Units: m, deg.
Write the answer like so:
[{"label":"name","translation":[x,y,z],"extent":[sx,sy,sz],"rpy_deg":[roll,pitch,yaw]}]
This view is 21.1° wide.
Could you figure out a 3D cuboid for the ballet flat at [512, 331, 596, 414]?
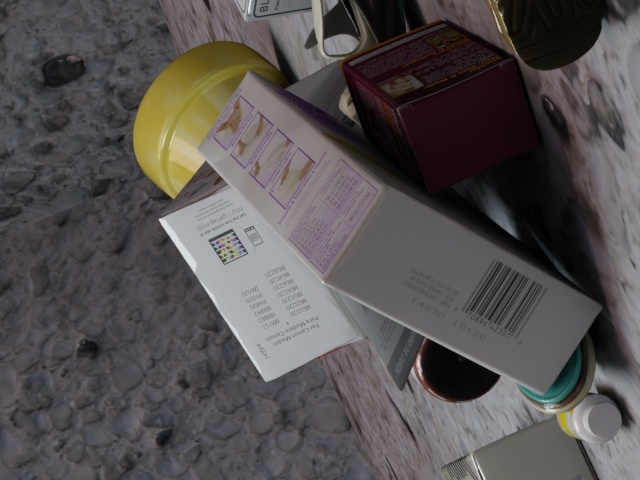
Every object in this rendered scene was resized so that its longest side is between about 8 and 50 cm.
[{"label":"ballet flat","translation":[0.195,0.084,1.507],"extent":[0.248,0.086,0.086],"rpy_deg":[-120,9,-57]}]

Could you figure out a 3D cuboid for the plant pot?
[{"label":"plant pot","translation":[-0.111,-0.134,2.552],"extent":[0.239,0.254,0.254],"rpy_deg":[40,157,39]}]

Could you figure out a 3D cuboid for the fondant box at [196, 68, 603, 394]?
[{"label":"fondant box","translation":[0.058,-0.014,1.476],"extent":[0.238,0.096,0.330],"rpy_deg":[28,-173,-29]}]

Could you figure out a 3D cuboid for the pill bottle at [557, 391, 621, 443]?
[{"label":"pill bottle","translation":[0.237,0.155,1.501],"extent":[0.083,0.043,0.043],"rpy_deg":[163,84,-83]}]

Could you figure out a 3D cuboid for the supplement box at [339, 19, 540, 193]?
[{"label":"supplement box","translation":[0.096,-0.116,1.438],"extent":[0.188,0.104,0.080],"rpy_deg":[-129,17,-68]}]

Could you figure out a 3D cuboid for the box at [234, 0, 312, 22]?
[{"label":"box","translation":[-0.079,-0.386,1.795],"extent":[0.169,0.087,0.290],"rpy_deg":[104,147,-47]}]

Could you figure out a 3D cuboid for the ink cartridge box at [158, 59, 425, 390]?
[{"label":"ink cartridge box","translation":[0.000,0.000,1.794],"extent":[0.271,0.130,0.309],"rpy_deg":[58,-153,-14]}]

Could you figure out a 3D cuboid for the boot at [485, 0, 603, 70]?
[{"label":"boot","translation":[0.082,-0.260,1.144],"extent":[0.269,0.089,0.236],"rpy_deg":[-119,9,-49]}]

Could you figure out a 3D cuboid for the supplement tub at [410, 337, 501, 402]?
[{"label":"supplement tub","translation":[0.130,0.105,1.916],"extent":[0.198,0.106,0.106],"rpy_deg":[-135,23,-72]}]

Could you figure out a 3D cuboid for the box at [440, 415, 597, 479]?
[{"label":"box","translation":[0.205,0.254,1.812],"extent":[0.275,0.113,0.094],"rpy_deg":[107,141,-78]}]

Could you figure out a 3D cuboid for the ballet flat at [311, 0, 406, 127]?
[{"label":"ballet flat","translation":[0.052,-0.172,1.634],"extent":[0.095,0.096,0.280],"rpy_deg":[-152,39,-78]}]

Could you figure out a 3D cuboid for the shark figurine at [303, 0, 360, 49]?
[{"label":"shark figurine","translation":[-0.016,-0.296,1.894],"extent":[0.278,0.166,0.116],"rpy_deg":[29,-177,38]}]
